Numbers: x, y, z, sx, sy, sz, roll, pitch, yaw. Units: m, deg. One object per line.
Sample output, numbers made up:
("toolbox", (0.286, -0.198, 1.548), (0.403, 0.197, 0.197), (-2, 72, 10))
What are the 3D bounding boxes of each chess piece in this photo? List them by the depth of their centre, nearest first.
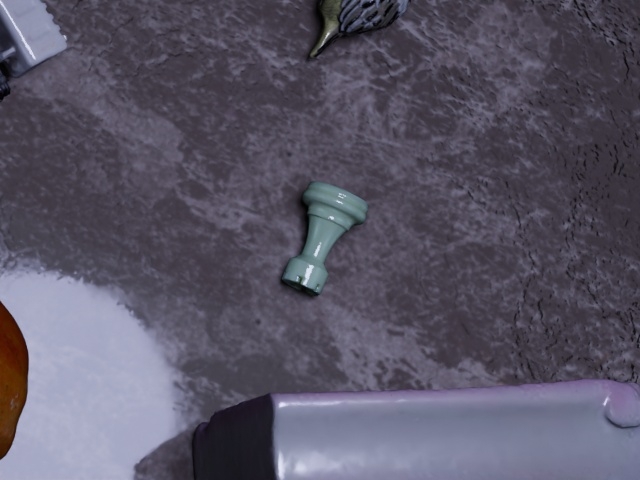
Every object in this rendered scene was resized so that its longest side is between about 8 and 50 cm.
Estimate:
("chess piece", (0.000, 0.000, 1.746), (0.067, 0.067, 0.103), (25, 78, -12))

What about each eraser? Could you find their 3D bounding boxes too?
("eraser", (0.091, 0.198, 1.612), (0.359, 0.272, 0.122), (-1, 77, -18))

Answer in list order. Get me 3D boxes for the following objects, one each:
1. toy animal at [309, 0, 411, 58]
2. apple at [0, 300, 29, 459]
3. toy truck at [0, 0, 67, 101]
("toy animal", (0.043, -0.240, 1.806), (0.098, 0.098, 0.137), (17, 88, -14))
("apple", (-0.371, 0.114, 1.508), (0.234, 0.234, 0.234), (5, 75, -18))
("toy truck", (-0.380, -0.151, 1.626), (0.286, 0.111, 0.136), (-33, 99, -25))
